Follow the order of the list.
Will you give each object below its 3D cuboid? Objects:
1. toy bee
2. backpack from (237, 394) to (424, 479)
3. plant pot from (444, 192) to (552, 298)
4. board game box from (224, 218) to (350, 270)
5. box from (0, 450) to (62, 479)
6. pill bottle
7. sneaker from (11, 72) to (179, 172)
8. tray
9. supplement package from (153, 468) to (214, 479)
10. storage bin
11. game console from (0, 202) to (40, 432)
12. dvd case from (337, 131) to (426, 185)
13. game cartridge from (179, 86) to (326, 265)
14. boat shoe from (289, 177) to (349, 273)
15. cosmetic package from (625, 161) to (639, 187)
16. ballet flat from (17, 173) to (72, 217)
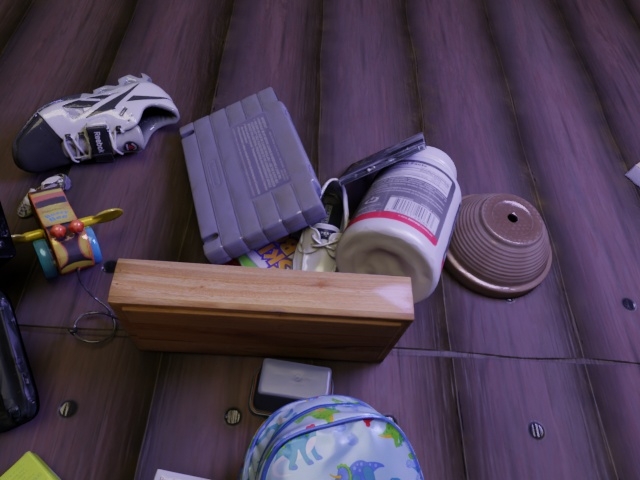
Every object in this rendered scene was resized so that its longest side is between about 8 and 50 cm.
[{"bbox_3d":[-0.412,-0.005,0.799,0.298,0.162,0.195,36,49,12],"label":"toy bee"},{"bbox_3d":[0.025,0.373,0.583,0.291,0.273,0.355,-8,51,-9],"label":"backpack"},{"bbox_3d":[0.354,-0.014,0.944,0.238,0.109,0.237,3,57,-5],"label":"plant pot"},{"bbox_3d":[-0.054,0.015,0.916,0.260,0.039,0.124,-23,64,-18],"label":"board game box"},{"bbox_3d":[-0.370,0.383,0.631,0.178,0.042,0.109,36,61,15],"label":"box"},{"bbox_3d":[0.160,-0.045,0.882,0.177,0.176,0.318,24,44,8],"label":"pill bottle"},{"bbox_3d":[-0.434,-0.220,0.958,0.146,0.122,0.331,39,61,19],"label":"sneaker"},{"bbox_3d":[-0.085,0.120,0.742,0.412,0.202,0.076,3,59,-6],"label":"tray"},{"bbox_3d":[-0.181,0.401,0.608,0.105,0.105,0.179,11,57,0],"label":"supplement package"},{"bbox_3d":[-0.044,0.235,0.742,0.135,0.091,0.098,9,57,-1],"label":"storage bin"},{"bbox_3d":[-0.519,0.112,0.728,0.044,0.213,0.361,-1,65,-61],"label":"game console"},{"bbox_3d":[0.125,-0.163,0.934,0.165,0.221,0.018,-22,101,17],"label":"dvd case"},{"bbox_3d":[-0.139,-0.138,0.925,0.230,0.068,0.354,-21,54,0],"label":"game cartridge"},{"bbox_3d":[0.000,0.000,0.861,0.095,0.084,0.257,8,58,-5],"label":"boat shoe"},{"bbox_3d":[0.793,-0.170,1.142,0.115,0.041,0.060,-30,66,-24],"label":"cosmetic package"},{"bbox_3d":[-0.531,-0.091,0.912,0.041,0.041,0.114,35,60,14],"label":"ballet flat"}]
